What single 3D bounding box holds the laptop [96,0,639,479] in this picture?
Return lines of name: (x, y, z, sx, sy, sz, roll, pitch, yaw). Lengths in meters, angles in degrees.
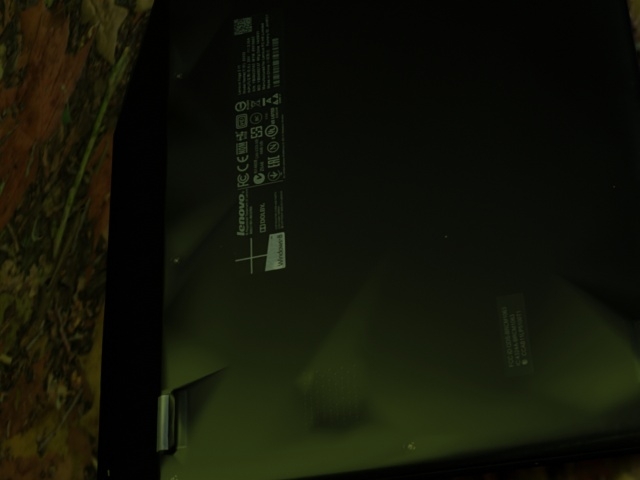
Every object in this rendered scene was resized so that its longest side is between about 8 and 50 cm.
laptop: (0.000, 0.000, 0.785, 0.408, 0.236, 0.382, -10, 62, 14)
